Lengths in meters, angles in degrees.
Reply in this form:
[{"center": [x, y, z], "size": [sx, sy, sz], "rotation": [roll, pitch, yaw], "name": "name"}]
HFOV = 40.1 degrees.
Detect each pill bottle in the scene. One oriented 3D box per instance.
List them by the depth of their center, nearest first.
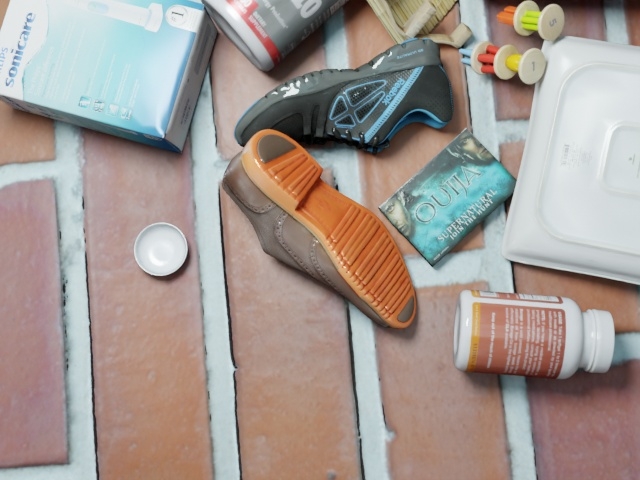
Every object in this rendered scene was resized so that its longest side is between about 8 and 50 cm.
[{"center": [0.307, 0.139, 1.276], "size": [0.216, 0.121, 0.121], "rotation": [5, 84, 4], "name": "pill bottle"}, {"center": [-0.032, -0.409, 1.339], "size": [0.283, 0.161, 0.161], "rotation": [-43, 83, -2], "name": "pill bottle"}]

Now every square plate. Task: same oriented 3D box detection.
[{"center": [0.459, -0.108, 1.258], "size": [0.344, 0.049, 0.347], "rotation": [12, 94, 18], "name": "square plate"}]

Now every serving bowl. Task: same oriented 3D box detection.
[{"center": [-0.247, 0.015, 1.369], "size": [0.083, 0.027, 0.083], "rotation": [0, 84, 4], "name": "serving bowl"}]

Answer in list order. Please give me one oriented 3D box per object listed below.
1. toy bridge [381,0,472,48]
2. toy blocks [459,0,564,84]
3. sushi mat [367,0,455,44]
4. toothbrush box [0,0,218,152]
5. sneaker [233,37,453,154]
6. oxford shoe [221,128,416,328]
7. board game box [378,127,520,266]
[{"center": [0.150, -0.337, 1.339], "size": [0.063, 0.188, 0.026], "rotation": [-46, 39, 28], "name": "toy bridge"}, {"center": [0.282, -0.306, 1.327], "size": [0.148, 0.054, 0.123], "rotation": [27, 95, 50], "name": "toy blocks"}, {"center": [0.103, -0.433, 1.295], "size": [0.151, 0.316, 0.019], "rotation": [-48, 42, -5], "name": "sushi mat"}, {"center": [-0.336, -0.282, 1.360], "size": [0.296, 0.126, 0.216], "rotation": [15, 85, 4], "name": "toothbrush box"}, {"center": [0.037, -0.191, 1.330], "size": [0.341, 0.125, 0.139], "rotation": [-20, 87, 3], "name": "sneaker"}, {"center": [0.000, 0.000, 1.329], "size": [0.363, 0.133, 0.130], "rotation": [49, 43, -4], "name": "oxford shoe"}, {"center": [0.199, -0.067, 1.354], "size": [0.186, 0.026, 0.126], "rotation": [-43, 83, -2], "name": "board game box"}]
